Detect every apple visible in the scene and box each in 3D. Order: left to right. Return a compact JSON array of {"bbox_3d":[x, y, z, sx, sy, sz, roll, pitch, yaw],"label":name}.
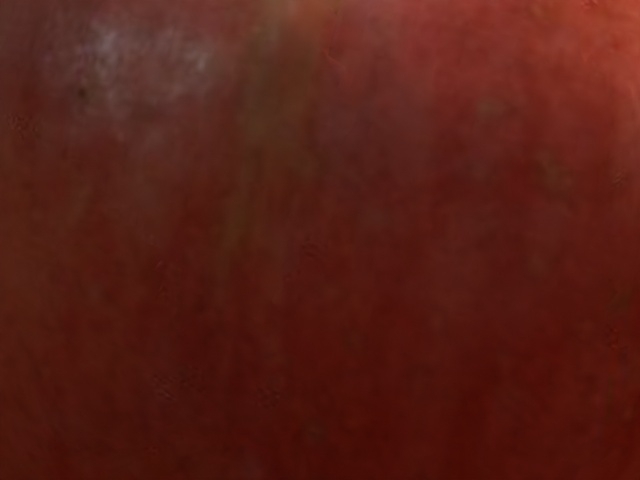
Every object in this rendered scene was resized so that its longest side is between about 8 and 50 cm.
[{"bbox_3d":[0.000,0.000,0.648,0.364,0.363,0.364,-4,22,2],"label":"apple"}]
